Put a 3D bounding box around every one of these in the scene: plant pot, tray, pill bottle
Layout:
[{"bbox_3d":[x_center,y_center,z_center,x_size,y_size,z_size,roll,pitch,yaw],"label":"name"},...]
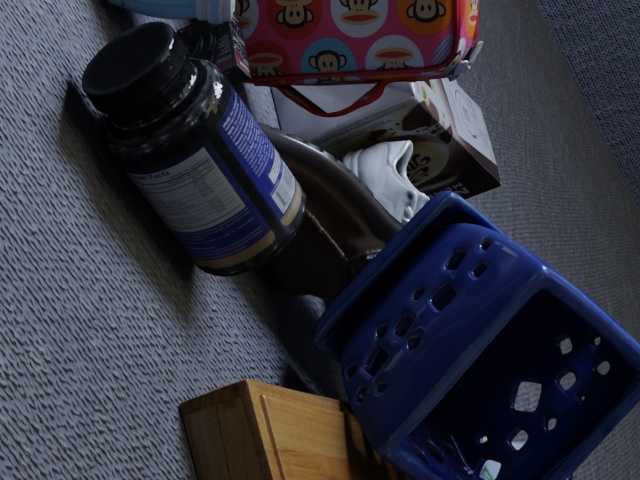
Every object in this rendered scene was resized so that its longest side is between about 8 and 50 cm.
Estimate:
[{"bbox_3d":[0.147,0.107,1.656,0.236,0.236,0.212,37,8,-42],"label":"plant pot"},{"bbox_3d":[0.018,0.252,1.576,0.411,0.076,0.203,25,46,-66],"label":"tray"},{"bbox_3d":[-0.113,-0.082,1.504,0.219,0.123,0.123,56,22,-34],"label":"pill bottle"}]

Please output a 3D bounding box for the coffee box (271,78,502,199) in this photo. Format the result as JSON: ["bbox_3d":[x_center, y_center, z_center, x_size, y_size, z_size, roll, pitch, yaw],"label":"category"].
[{"bbox_3d":[0.084,-0.134,2.050,0.297,0.168,0.119,34,38,-59],"label":"coffee box"}]

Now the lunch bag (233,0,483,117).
[{"bbox_3d":[0.021,-0.259,1.795,0.120,0.293,0.258,-19,109,-72],"label":"lunch bag"}]

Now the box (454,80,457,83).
[{"bbox_3d":[0.096,-0.192,2.197,0.126,0.137,0.072,10,61,-69],"label":"box"}]

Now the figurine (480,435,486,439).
[{"bbox_3d":[0.150,0.185,1.949,0.209,0.092,0.215,-78,159,-51],"label":"figurine"}]

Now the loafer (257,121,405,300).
[{"bbox_3d":[0.000,0.000,1.708,0.366,0.130,0.134,38,-8,-31],"label":"loafer"}]

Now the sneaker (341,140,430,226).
[{"bbox_3d":[0.082,-0.016,1.881,0.080,0.094,0.212,32,44,-57],"label":"sneaker"}]

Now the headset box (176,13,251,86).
[{"bbox_3d":[-0.108,-0.186,1.733,0.032,0.062,0.083,41,33,-53],"label":"headset box"}]

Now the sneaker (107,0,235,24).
[{"bbox_3d":[-0.154,-0.382,1.657,0.135,0.150,0.366,101,-11,-62],"label":"sneaker"}]

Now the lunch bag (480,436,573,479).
[{"bbox_3d":[0.212,0.364,1.814,0.303,0.115,0.243,-78,170,-65],"label":"lunch bag"}]
